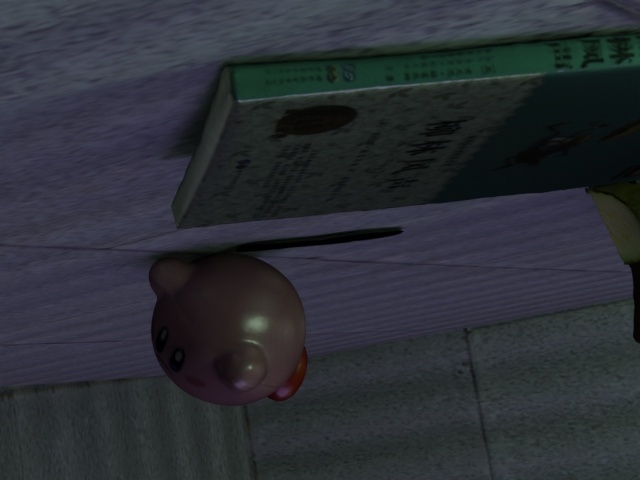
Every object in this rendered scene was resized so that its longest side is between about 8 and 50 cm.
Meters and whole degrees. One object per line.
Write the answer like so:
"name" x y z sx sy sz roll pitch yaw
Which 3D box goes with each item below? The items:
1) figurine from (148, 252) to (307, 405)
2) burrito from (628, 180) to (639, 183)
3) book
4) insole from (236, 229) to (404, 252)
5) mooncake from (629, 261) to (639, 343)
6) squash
"figurine" -0.099 0.095 1.583 0.173 0.173 0.173 -8 172 -1
"burrito" 0.297 -0.079 1.154 0.104 0.054 0.288 -7 172 -6
"book" 0.102 -0.073 0.990 0.379 0.031 0.264 -6 166 -14
"insole" 0.000 0.000 1.594 0.188 0.004 0.064 -6 171 -19
"mooncake" 0.483 0.016 1.577 0.324 0.187 0.324 -7 174 -1
"squash" 0.331 -0.037 1.445 0.075 0.090 0.200 -8 166 -29
